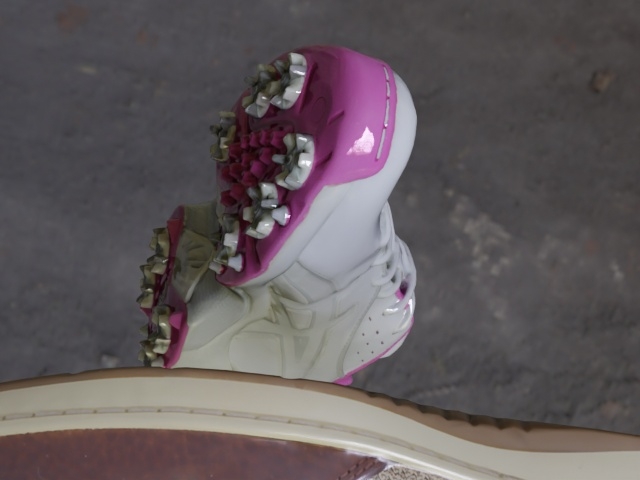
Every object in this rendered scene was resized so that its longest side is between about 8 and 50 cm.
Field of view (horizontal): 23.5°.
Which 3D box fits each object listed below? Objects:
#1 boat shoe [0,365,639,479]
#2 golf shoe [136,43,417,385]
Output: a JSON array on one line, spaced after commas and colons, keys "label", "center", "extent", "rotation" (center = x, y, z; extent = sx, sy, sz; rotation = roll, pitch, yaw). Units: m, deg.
[{"label": "boat shoe", "center": [0.013, 0.125, 0.535], "extent": [0.342, 0.123, 0.123], "rotation": [8, 70, -1]}, {"label": "golf shoe", "center": [0.000, 0.000, 0.785], "extent": [0.140, 0.306, 0.115], "rotation": [10, 64, -17]}]
